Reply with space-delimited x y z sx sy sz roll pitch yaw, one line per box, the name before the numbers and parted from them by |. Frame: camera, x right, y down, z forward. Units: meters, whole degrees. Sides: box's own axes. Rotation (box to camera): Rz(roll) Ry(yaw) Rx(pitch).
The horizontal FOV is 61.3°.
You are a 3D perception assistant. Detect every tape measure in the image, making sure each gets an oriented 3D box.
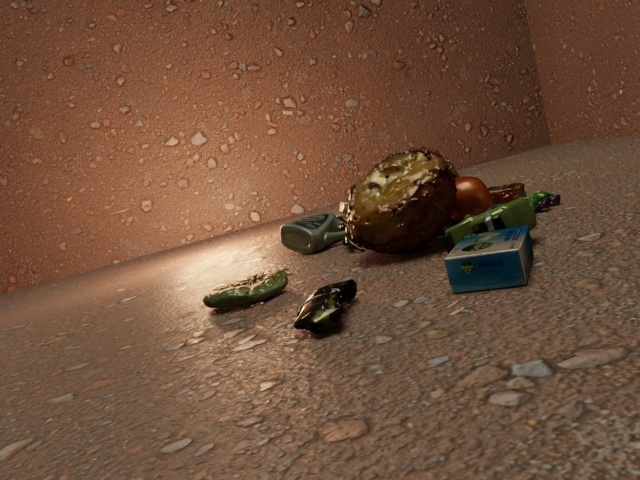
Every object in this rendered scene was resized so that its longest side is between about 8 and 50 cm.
tape measure | 0.418 -0.031 1.274 0.200 0.106 0.175 -17 -5 -30

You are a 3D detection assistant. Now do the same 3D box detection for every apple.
apple | 0.435 -0.114 1.616 0.139 0.163 0.163 -21 7 7

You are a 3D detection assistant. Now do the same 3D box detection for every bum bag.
bum bag | 0.011 0.127 1.069 0.106 0.060 0.232 -22 4 16

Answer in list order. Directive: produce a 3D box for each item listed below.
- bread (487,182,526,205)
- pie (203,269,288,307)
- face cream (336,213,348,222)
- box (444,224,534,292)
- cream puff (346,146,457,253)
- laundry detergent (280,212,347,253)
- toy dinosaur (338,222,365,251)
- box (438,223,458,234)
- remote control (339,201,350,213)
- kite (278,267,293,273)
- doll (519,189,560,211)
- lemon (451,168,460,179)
bread | 0.603 -0.143 1.800 0.160 0.073 0.160 -11 10 2
pie | -0.198 0.129 1.437 0.240 0.054 0.240 -14 6 1
face cream | 0.168 -0.109 2.317 0.107 0.073 0.269 10 21 32
box | 0.339 0.034 1.069 0.139 0.073 0.194 -10 10 27
cream puff | 0.232 -0.095 1.518 0.350 0.229 0.350 -26 36 20
laundry detergent | 0.011 -0.036 1.997 0.280 0.105 0.214 -16 21 -41
toy dinosaur | 0.145 -0.027 1.773 0.187 0.087 0.179 -21 9 -30
box | 0.381 -0.033 1.614 0.048 0.025 0.115 -16 8 -20
remote control | 0.191 -0.119 2.210 0.230 0.049 0.090 9 2 -17
kite | -0.137 0.104 1.670 0.152 0.005 0.137 -8 11 34
doll | 0.640 -0.113 1.621 0.115 0.050 0.190 -1 18 45
lemon | 0.367 -0.165 1.832 0.228 0.229 0.253 -19 13 -27
